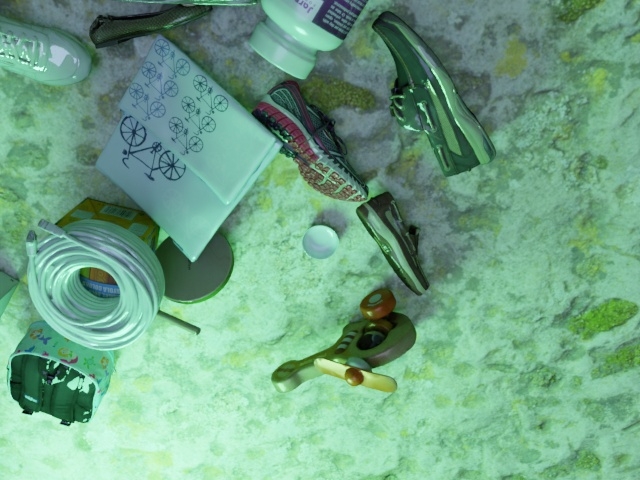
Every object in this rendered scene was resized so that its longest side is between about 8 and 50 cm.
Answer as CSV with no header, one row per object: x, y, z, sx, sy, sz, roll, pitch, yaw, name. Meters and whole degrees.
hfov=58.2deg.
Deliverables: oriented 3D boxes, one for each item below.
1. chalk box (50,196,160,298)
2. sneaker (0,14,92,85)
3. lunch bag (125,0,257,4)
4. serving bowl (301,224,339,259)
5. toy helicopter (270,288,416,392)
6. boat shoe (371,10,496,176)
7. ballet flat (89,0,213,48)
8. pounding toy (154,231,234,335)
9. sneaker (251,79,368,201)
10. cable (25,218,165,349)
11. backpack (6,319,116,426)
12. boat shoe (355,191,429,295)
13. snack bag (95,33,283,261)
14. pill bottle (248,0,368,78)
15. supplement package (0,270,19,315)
-0.474,0.084,1.255,0.180,0.179,0.289,14,114,-3,chalk box
-0.593,-0.360,1.079,0.305,0.152,0.114,16,112,-6,sneaker
-0.258,-0.531,0.960,0.286,0.169,0.235,0,97,4,lunch bag
0.000,0.000,1.278,0.083,0.027,0.083,1,115,2,serving bowl
0.048,0.268,1.282,0.355,0.235,0.140,-25,111,13,toy helicopter
0.197,-0.263,1.096,0.130,0.132,0.355,-35,107,16,boat shoe
-0.324,-0.419,1.083,0.249,0.084,0.058,-10,114,13,ballet flat
-0.281,0.095,1.270,0.182,0.237,0.110,15,155,15,pounding toy
0.002,-0.188,1.154,0.299,0.120,0.112,45,66,-26,sneaker
-0.432,0.086,1.109,0.257,0.089,0.257,18,115,-5,cable
-0.592,0.290,1.330,0.225,0.191,0.253,21,138,-7,backpack
0.182,0.007,1.240,0.095,0.095,0.257,-37,117,-4,boat shoe
-0.287,-0.174,1.153,0.323,0.037,0.342,43,114,4,snack bag
0.001,-0.445,1.003,0.169,0.169,0.302,30,112,-11,pill bottle
-0.808,0.157,1.343,0.105,0.105,0.179,33,111,-11,supplement package
